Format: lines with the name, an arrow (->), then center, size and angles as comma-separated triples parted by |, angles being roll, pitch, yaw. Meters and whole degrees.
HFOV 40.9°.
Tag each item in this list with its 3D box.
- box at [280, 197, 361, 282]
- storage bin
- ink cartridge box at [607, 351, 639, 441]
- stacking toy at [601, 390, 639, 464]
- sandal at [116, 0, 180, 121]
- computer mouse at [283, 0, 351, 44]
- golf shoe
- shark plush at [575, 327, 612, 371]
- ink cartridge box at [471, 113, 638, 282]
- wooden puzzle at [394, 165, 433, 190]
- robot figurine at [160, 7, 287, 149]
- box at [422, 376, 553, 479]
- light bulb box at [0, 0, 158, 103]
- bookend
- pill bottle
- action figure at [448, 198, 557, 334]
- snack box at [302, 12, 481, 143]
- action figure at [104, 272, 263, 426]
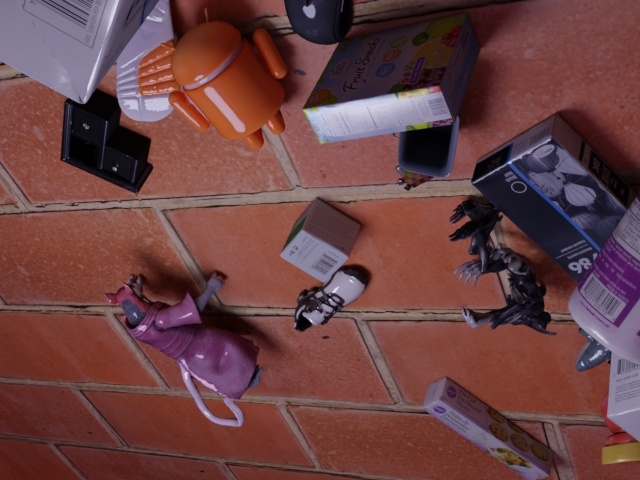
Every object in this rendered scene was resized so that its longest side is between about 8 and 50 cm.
box -> 0.000, 0.000, 1.557 | 0.102, 0.087, 0.101 | 32, 140, -9
storage bin -> 0.163, -0.177, 1.277 | 0.098, 0.091, 0.135 | 13, 139, 12
ink cartridge box -> 0.563, 0.160, 1.324 | 0.114, 0.273, 0.197 | 36, 139, -21
stacking toy -> 0.645, 0.318, 1.535 | 0.279, 0.131, 0.309 | -14, 162, 22
sandal -> -0.265, -0.318, 1.349 | 0.101, 0.076, 0.265 | 5, 118, -1
computer mouse -> -0.045, -0.377, 1.177 | 0.184, 0.060, 0.262 | 15, 140, 8
golf shoe -> 0.018, 0.124, 1.686 | 0.077, 0.094, 0.198 | 37, 137, -15
shark plush -> 0.524, 0.199, 1.524 | 0.073, 0.067, 0.161 | 43, 150, -26
ink cartridge box -> 0.407, -0.039, 1.339 | 0.332, 0.065, 0.165 | 38, 138, -19
wooden puzzle -> 0.155, -0.113, 1.419 | 0.049, 0.006, 0.083 | 41, 138, -21
robot figurine -> -0.140, -0.245, 1.321 | 0.158, 0.128, 0.219 | -9, 133, 42
box -> 0.367, 0.413, 1.863 | 0.324, 0.067, 0.063 | 36, 138, -14
light bulb box -> -0.255, -0.425, 0.987 | 0.225, 0.361, 0.358 | 29, 141, -9
bookend -> -0.377, -0.184, 1.544 | 0.157, 0.072, 0.156 | 24, 140, -2
pill bottle -> 0.496, 0.016, 1.204 | 0.169, 0.169, 0.302 | 27, 111, -4
action figure -> 0.294, 0.067, 1.441 | 0.140, 0.164, 0.276 | -26, 116, 13
snack box -> 0.100, -0.223, 1.189 | 0.207, 0.175, 0.070 | -7, 131, 30
action figure -> -0.313, 0.208, 1.819 | 0.248, 0.276, 0.370 | -14, 142, 44
